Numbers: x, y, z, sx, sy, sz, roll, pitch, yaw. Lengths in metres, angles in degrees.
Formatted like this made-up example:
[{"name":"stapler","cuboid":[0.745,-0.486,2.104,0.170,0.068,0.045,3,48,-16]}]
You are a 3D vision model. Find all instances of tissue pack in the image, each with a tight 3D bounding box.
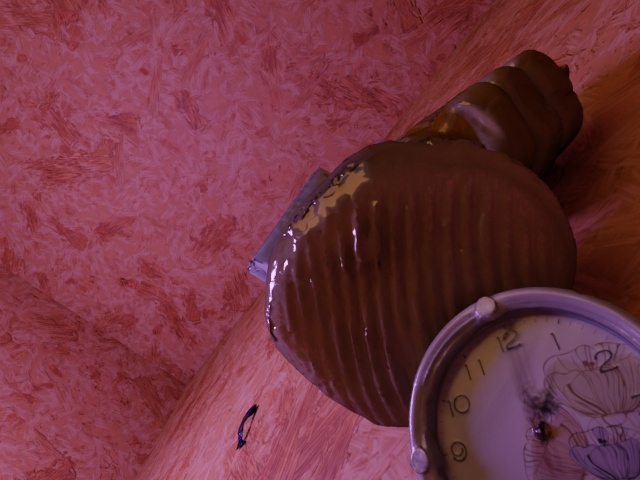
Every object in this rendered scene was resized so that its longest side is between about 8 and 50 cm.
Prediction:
[{"name":"tissue pack","cuboid":[0.000,0.000,1.431,0.388,0.287,0.162,-58,-2,-26]}]

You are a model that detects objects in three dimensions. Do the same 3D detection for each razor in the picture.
[{"name":"razor","cuboid":[-0.217,0.533,1.362,0.044,0.028,0.154,-49,10,27]}]

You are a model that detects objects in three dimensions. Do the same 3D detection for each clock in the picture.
[{"name":"clock","cuboid":[0.182,0.157,0.383,0.236,0.053,0.236,-24,54,38]}]

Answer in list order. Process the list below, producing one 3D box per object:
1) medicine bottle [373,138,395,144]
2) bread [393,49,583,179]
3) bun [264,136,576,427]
[{"name":"medicine bottle","cuboid":[0.233,-0.266,1.702,0.152,0.152,0.254,-49,10,28]},{"name":"bread","cuboid":[0.241,-0.126,0.745,0.341,0.210,0.300,-37,3,-41]},{"name":"bun","cuboid":[0.115,0.051,0.572,0.362,0.326,0.234,-36,-8,18]}]
